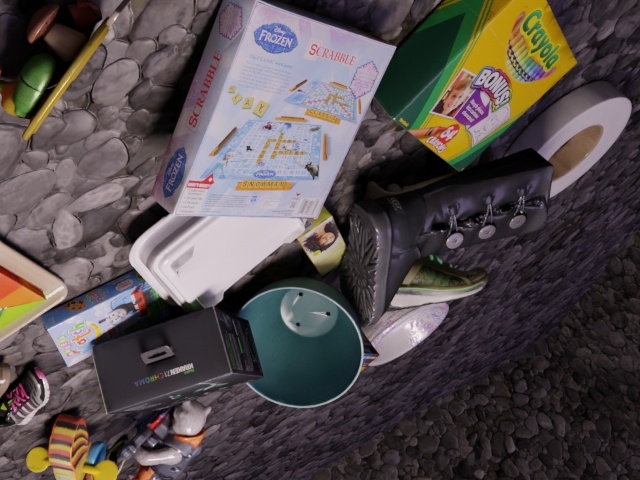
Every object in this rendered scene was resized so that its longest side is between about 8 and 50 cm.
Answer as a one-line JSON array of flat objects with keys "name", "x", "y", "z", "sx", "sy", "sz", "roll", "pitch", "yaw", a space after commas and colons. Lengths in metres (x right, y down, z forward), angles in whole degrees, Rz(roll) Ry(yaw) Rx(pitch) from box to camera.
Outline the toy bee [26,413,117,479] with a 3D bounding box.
[{"name": "toy bee", "x": -0.531, "y": 0.516, "z": 1.687, "sx": 0.195, "sy": 0.162, "sz": 0.298, "roll": -6, "pitch": 138, "yaw": 22}]

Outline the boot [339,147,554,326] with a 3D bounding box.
[{"name": "boot", "x": 0.276, "y": -0.001, "z": 1.688, "sx": 0.445, "sy": 0.146, "sz": 0.367, "roll": -20, "pitch": 146, "yaw": -22}]

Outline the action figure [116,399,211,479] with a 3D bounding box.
[{"name": "action figure", "x": -0.336, "y": 0.468, "z": 1.715, "sx": 0.330, "sy": 0.179, "sz": 0.341, "roll": -58, "pitch": 178, "yaw": 23}]

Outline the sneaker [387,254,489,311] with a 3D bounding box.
[{"name": "sneaker", "x": 0.258, "y": 0.072, "z": 1.917, "sx": 0.410, "sy": 0.182, "sz": 0.158, "roll": -6, "pitch": 173, "yaw": -35}]

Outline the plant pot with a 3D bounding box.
[{"name": "plant pot", "x": -0.041, "y": 0.198, "z": 1.721, "sx": 0.290, "sy": 0.290, "sz": 0.195, "roll": -47, "pitch": -171, "yaw": 21}]

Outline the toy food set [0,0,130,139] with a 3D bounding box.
[{"name": "toy food set", "x": -0.302, "y": -0.215, "z": 0.868, "sx": 0.071, "sy": 0.128, "sz": 0.218, "roll": 36, "pitch": 116, "yaw": -20}]

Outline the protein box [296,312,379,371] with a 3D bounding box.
[{"name": "protein box", "x": -0.006, "y": 0.265, "z": 1.904, "sx": 0.200, "sy": 0.201, "sz": 0.136, "roll": -44, "pitch": 154, "yaw": 15}]

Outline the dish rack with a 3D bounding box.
[{"name": "dish rack", "x": -0.155, "y": -0.006, "z": 1.371, "sx": 0.333, "sy": 0.072, "sz": 0.285, "roll": -40, "pitch": 154, "yaw": -10}]

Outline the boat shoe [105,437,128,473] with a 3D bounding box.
[{"name": "boat shoe", "x": -0.518, "y": 0.546, "z": 1.924, "sx": 0.152, "sy": 0.056, "sz": 0.049, "roll": -53, "pitch": 146, "yaw": 12}]

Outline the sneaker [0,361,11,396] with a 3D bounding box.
[{"name": "sneaker", "x": -0.611, "y": 0.279, "z": 1.357, "sx": 0.071, "sy": 0.066, "sz": 0.188, "roll": 13, "pitch": 123, "yaw": -37}]

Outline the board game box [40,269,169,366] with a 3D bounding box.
[{"name": "board game box", "x": -0.386, "y": 0.137, "z": 1.402, "sx": 0.212, "sy": 0.039, "sz": 0.160, "roll": -27, "pitch": 153, "yaw": -19}]

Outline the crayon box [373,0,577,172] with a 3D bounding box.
[{"name": "crayon box", "x": 0.288, "y": -0.307, "z": 1.410, "sx": 0.313, "sy": 0.106, "sz": 0.363, "roll": -43, "pitch": 154, "yaw": 15}]

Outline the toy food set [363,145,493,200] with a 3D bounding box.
[{"name": "toy food set", "x": 0.233, "y": -0.102, "z": 1.735, "sx": 0.306, "sy": 0.092, "sz": 0.219, "roll": -18, "pitch": 150, "yaw": -18}]

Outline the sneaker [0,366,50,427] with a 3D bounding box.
[{"name": "sneaker", "x": -0.563, "y": 0.299, "z": 1.429, "sx": 0.075, "sy": 0.063, "sz": 0.170, "roll": -13, "pitch": 152, "yaw": -50}]

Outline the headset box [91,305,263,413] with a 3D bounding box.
[{"name": "headset box", "x": -0.269, "y": 0.237, "z": 1.481, "sx": 0.246, "sy": 0.131, "sz": 0.283, "roll": -19, "pitch": 167, "yaw": 5}]

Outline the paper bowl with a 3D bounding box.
[{"name": "paper bowl", "x": 0.202, "y": 0.209, "z": 2.130, "sx": 0.284, "sy": 0.148, "sz": 0.284, "roll": -29, "pitch": 154, "yaw": -15}]

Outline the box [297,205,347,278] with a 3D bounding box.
[{"name": "box", "x": 0.000, "y": 0.000, "z": 1.630, "sx": 0.087, "sy": 0.058, "sz": 0.232, "roll": -35, "pitch": 155, "yaw": -2}]

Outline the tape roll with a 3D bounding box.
[{"name": "tape roll", "x": 0.626, "y": -0.241, "z": 1.986, "sx": 0.392, "sy": 0.072, "sz": 0.392, "roll": -29, "pitch": 154, "yaw": -15}]

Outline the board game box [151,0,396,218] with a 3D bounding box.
[{"name": "board game box", "x": -0.062, "y": -0.184, "z": 1.145, "sx": 0.319, "sy": 0.066, "sz": 0.318, "roll": 0, "pitch": 122, "yaw": -51}]

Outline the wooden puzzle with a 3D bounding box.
[{"name": "wooden puzzle", "x": -0.526, "y": 0.100, "z": 1.161, "sx": 0.221, "sy": 0.044, "sz": 0.238, "roll": -34, "pitch": 154, "yaw": -4}]
